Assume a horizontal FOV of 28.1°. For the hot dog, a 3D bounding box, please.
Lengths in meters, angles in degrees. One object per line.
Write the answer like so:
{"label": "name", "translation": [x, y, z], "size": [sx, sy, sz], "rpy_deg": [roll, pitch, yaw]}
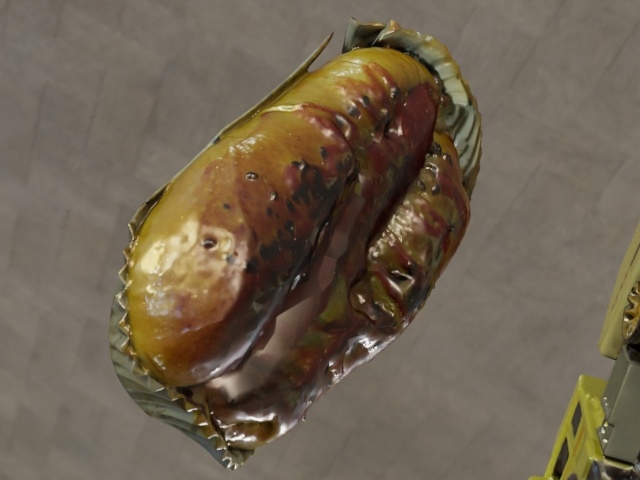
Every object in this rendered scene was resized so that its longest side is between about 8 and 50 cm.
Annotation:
{"label": "hot dog", "translation": [0.000, 0.000, 0.659], "size": [0.082, 0.270, 0.162], "rpy_deg": [11, 134, 38]}

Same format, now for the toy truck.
{"label": "toy truck", "translation": [0.312, 0.101, 1.068], "size": [0.181, 0.254, 0.405], "rpy_deg": [15, 110, 0]}
